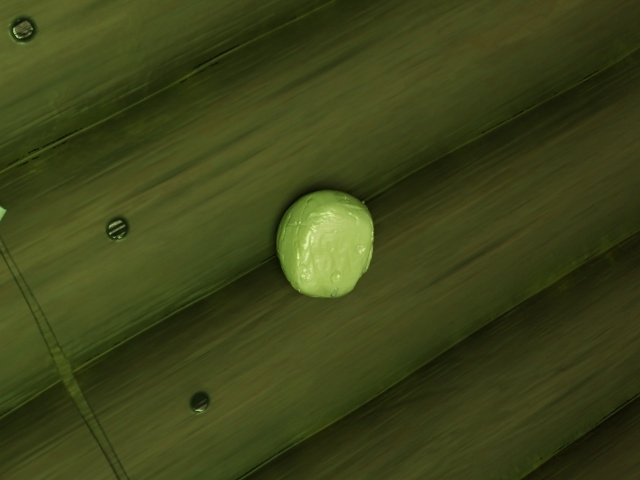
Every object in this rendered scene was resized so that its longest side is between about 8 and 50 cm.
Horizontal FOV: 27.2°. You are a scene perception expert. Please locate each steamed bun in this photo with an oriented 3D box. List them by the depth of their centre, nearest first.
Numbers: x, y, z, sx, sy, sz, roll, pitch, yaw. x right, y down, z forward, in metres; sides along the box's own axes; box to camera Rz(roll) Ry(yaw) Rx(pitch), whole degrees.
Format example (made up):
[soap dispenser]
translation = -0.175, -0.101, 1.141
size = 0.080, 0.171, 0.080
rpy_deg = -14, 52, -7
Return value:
[steamed bun]
translation = 0.000, 0.000, 1.590
size = 0.112, 0.091, 0.130
rpy_deg = 6, 103, -26

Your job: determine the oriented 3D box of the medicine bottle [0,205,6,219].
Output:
[medicine bottle]
translation = -0.373, -0.008, 1.411
size = 0.047, 0.047, 0.083
rpy_deg = 34, 87, -31
